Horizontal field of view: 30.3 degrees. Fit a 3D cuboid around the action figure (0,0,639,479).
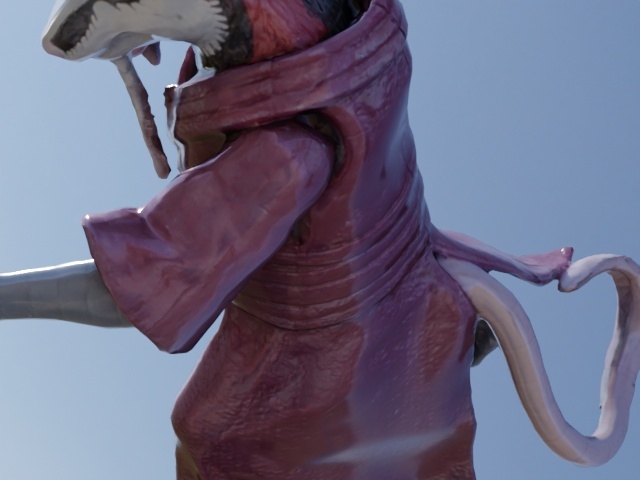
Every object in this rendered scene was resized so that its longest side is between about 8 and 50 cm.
[{"bbox_3d":[0.000,0.000,0.490,0.276,0.248,0.370,7,-35,15],"label":"action figure"}]
